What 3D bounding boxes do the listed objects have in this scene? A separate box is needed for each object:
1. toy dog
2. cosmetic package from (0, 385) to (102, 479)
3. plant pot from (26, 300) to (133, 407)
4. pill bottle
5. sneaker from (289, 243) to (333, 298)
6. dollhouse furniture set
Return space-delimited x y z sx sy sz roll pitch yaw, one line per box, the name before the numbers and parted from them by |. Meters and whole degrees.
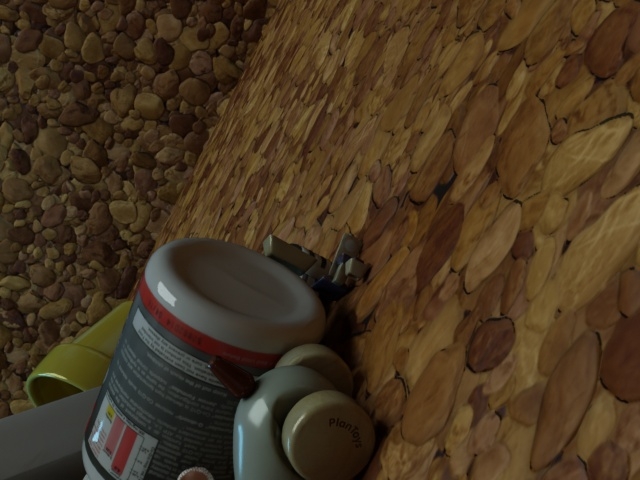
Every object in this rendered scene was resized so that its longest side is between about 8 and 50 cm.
toy dog | -0.081 0.239 0.940 0.333 0.161 0.220 -68 14 -14
cosmetic package | -0.431 0.355 1.370 0.377 0.097 0.284 -14 -34 -46
plant pot | -0.387 0.252 1.883 0.239 0.254 0.254 -56 7 -36
pill bottle | -0.152 0.197 1.136 0.210 0.210 0.363 -99 30 -66
sneaker | -0.088 0.115 1.305 0.281 0.106 0.162 -37 34 60
dollhouse furniture set | 0.000 0.000 1.174 0.091 0.114 0.081 -44 20 59
